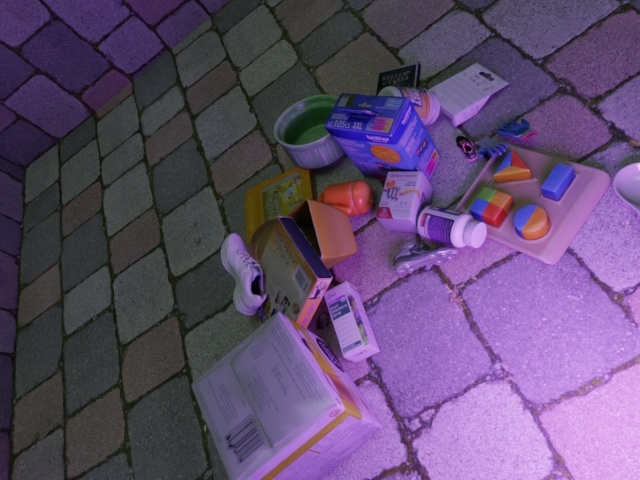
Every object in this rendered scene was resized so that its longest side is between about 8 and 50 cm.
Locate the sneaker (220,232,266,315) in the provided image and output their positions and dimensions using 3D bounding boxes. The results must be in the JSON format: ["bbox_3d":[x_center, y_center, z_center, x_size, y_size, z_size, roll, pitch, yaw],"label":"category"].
[{"bbox_3d":[-0.252,0.102,1.640,0.129,0.111,0.296,-37,68,41],"label":"sneaker"}]

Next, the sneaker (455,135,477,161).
[{"bbox_3d":[0.495,-0.324,1.628,0.047,0.057,0.119,-33,51,15],"label":"sneaker"}]

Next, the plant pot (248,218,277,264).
[{"bbox_3d":[-0.168,0.034,1.819,0.237,0.032,0.236,-6,77,25],"label":"plant pot"}]

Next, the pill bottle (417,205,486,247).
[{"bbox_3d":[0.407,-0.039,1.477,0.194,0.108,0.108,21,77,46],"label":"pill bottle"}]

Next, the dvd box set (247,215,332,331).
[{"bbox_3d":[-0.128,0.175,1.589,0.307,0.062,0.420,54,131,39],"label":"dvd box set"}]

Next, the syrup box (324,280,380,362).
[{"bbox_3d":[0.097,0.258,1.525,0.093,0.096,0.236,-30,54,15],"label":"syrup box"}]

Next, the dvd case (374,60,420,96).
[{"bbox_3d":[0.303,-0.603,1.916,0.180,0.029,0.238,-4,63,29],"label":"dvd case"}]

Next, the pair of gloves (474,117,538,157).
[{"bbox_3d":[0.594,-0.335,1.555,0.198,0.023,0.159,-30,27,6],"label":"pair of gloves"}]

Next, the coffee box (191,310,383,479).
[{"bbox_3d":[-0.090,0.473,1.366,0.338,0.334,0.337,-41,50,3],"label":"coffee box"}]

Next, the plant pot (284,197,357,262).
[{"bbox_3d":[0.000,0.000,1.625,0.212,0.187,0.212,-37,60,48],"label":"plant pot"}]

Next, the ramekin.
[{"bbox_3d":[-0.021,-0.428,1.906,0.304,0.148,0.303,-12,49,15],"label":"ramekin"}]

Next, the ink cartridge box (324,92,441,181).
[{"bbox_3d":[0.201,-0.350,1.601,0.270,0.395,0.151,17,75,37],"label":"ink cartridge box"}]

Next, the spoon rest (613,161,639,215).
[{"bbox_3d":[0.865,-0.094,1.261,0.138,0.084,0.276,-8,62,27],"label":"spoon rest"}]

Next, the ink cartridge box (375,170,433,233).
[{"bbox_3d":[0.284,-0.129,1.598,0.128,0.127,0.176,5,71,34],"label":"ink cartridge box"}]

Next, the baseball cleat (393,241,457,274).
[{"bbox_3d":[0.328,0.038,1.523,0.206,0.072,0.109,-19,50,17],"label":"baseball cleat"}]

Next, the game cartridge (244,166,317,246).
[{"bbox_3d":[-0.167,-0.145,1.936,0.324,0.053,0.285,-21,56,19],"label":"game cartridge"}]

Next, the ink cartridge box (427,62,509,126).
[{"bbox_3d":[0.529,-0.534,1.738,0.233,0.066,0.189,-28,51,-6],"label":"ink cartridge box"}]

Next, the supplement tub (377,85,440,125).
[{"bbox_3d":[0.312,-0.477,1.712,0.144,0.200,0.144,24,117,57],"label":"supplement tub"}]

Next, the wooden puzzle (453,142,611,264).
[{"bbox_3d":[0.617,-0.134,1.434,0.348,0.080,0.322,32,84,39],"label":"wooden puzzle"}]

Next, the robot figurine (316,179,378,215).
[{"bbox_3d":[0.098,-0.148,1.727,0.220,0.158,0.128,-8,83,27],"label":"robot figurine"}]
